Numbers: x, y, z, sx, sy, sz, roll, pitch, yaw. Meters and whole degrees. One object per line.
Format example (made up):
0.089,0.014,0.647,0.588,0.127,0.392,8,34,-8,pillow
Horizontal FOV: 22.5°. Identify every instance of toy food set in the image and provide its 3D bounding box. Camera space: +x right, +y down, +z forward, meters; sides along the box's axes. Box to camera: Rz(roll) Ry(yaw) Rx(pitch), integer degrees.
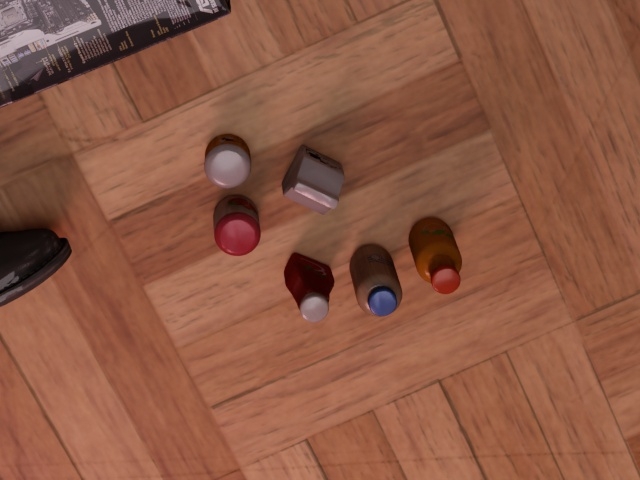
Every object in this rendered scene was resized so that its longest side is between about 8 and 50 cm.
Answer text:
0.000,0.000,1.356,0.232,0.104,0.111,26,106,-13,toy food set

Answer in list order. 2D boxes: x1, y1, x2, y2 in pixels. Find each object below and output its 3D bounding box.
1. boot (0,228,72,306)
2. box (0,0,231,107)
-0.352,-0.050,1.319,0.263,0.091,0.229,-9,111,1,boot
-0.237,-0.274,1.254,0.242,0.076,0.307,-22,110,4,box
